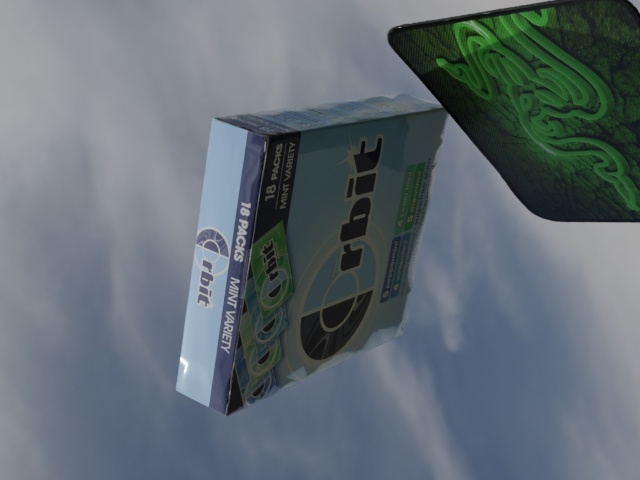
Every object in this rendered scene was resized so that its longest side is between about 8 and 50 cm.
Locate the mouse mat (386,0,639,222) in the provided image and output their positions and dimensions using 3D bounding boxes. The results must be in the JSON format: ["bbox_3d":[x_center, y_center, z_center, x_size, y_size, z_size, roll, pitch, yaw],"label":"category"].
[{"bbox_3d":[0.140,-0.062,0.617,0.190,0.153,0.007,44,-118,-36],"label":"mouse mat"}]

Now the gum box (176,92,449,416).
[{"bbox_3d":[0.000,0.000,0.653,0.184,0.041,0.156,-18,-56,-53],"label":"gum box"}]
